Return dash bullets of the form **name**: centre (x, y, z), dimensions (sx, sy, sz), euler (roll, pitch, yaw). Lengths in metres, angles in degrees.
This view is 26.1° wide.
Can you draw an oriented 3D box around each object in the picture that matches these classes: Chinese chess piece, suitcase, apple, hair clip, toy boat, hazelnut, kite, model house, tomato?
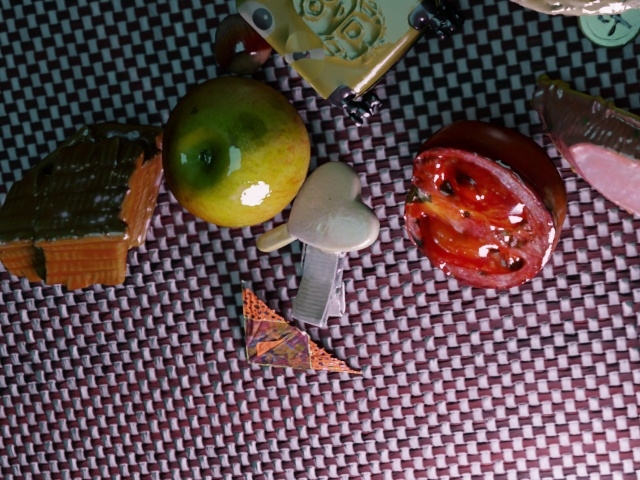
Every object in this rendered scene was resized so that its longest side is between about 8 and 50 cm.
- **Chinese chess piece**: centre (0.351, -0.273, 1.660), dimensions (0.084, 0.034, 0.084), euler (4, 106, 14)
- **suitcase**: centre (0.033, -0.288, 1.677), dimensions (0.235, 0.143, 0.194), euler (45, 112, -3)
- **apple**: centre (-0.110, -0.110, 1.748), dimensions (0.196, 0.196, 0.196), euler (4, 107, 13)
- **hair clip**: centre (-0.003, 0.000, 1.816), dimensions (0.159, 0.071, 0.219), euler (12, 104, 13)
- **toy boat**: centre (0.388, -0.094, 1.677), dimensions (0.318, 0.099, 0.141), euler (30, 138, 5)
- **hazelnut**: centre (-0.101, -0.250, 1.759), dimensions (0.086, 0.086, 0.086), euler (4, 107, 13)
- **kite**: centre (-0.061, 0.144, 1.881), dimensions (0.222, 0.008, 0.125), euler (38, 134, -20)
- **model house**: centre (-0.318, -0.041, 1.796), dimensions (0.199, 0.229, 0.220), euler (7, 107, 6)
- **tomato**: centre (0.215, -0.059, 1.704), dimensions (0.200, 0.139, 0.233), euler (31, 145, 11)

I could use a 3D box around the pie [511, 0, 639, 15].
- **pie**: centre (0.278, -0.400, 1.488), dimensions (0.339, 0.077, 0.339), euler (1, 105, 5)
